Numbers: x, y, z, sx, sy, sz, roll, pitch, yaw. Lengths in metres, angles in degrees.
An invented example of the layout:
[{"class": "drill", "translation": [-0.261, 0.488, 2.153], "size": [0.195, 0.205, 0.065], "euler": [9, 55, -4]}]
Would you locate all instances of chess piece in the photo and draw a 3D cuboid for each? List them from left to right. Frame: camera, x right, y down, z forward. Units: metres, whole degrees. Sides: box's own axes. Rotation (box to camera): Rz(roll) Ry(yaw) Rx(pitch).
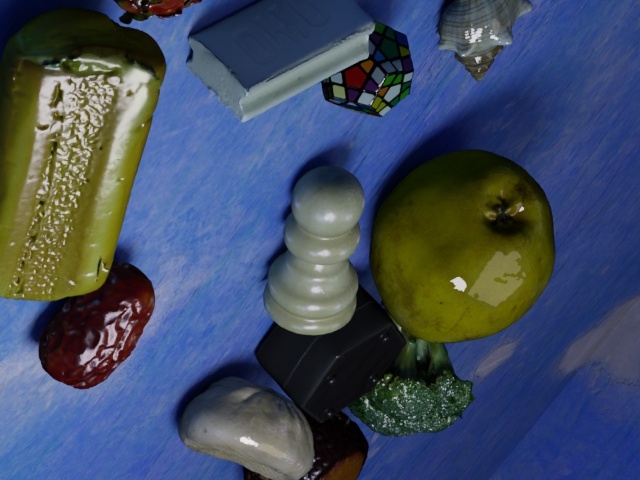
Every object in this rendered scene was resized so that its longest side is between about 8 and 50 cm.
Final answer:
[{"class": "chess piece", "translation": [0.000, 0.000, 2.133], "size": [0.144, 0.144, 0.251], "euler": [-26, 143, -34]}]

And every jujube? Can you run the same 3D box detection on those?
[{"class": "jujube", "translation": [-0.283, 0.110, 1.888], "size": [0.176, 0.109, 0.112], "euler": [-51, -172, 6]}]

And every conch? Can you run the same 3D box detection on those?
[{"class": "conch", "translation": [0.232, -0.317, 2.015], "size": [0.137, 0.114, 0.234], "euler": [-35, 150, -51]}]

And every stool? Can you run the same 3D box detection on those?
[{"class": "stool", "translation": [0.021, 0.177, 2.401], "size": [0.232, 0.141, 0.232], "euler": [-35, 153, -21]}]

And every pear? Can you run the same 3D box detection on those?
[{"class": "pear", "translation": [0.205, 0.024, 2.309], "size": [0.287, 0.287, 0.375], "euler": [-21, 167, -41]}]

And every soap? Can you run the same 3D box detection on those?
[{"class": "soap", "translation": [-0.045, -0.229, 1.723], "size": [0.198, 0.114, 0.063], "euler": [-31, 152, -28]}]

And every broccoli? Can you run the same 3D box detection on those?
[{"class": "broccoli", "translation": [0.136, 0.212, 2.586], "size": [0.269, 0.269, 0.254], "euler": [-35, -164, -19]}]

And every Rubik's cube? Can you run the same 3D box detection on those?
[{"class": "Rubik's cube", "translation": [0.057, -0.222, 1.889], "size": [0.133, 0.133, 0.111], "euler": [18, 87, -62]}]

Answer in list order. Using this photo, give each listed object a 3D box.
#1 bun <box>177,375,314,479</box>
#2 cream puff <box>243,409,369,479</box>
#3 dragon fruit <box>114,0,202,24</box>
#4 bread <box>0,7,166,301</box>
[{"class": "bun", "translation": [-0.116, 0.292, 2.335], "size": [0.231, 0.231, 0.133], "euler": [54, 50, -65]}, {"class": "cream puff", "translation": [-0.032, 0.399, 2.629], "size": [0.239, 0.165, 0.239], "euler": [-38, 153, -23]}, {"class": "dragon fruit", "translation": [-0.169, -0.268, 1.474], "size": [0.175, 0.142, 0.138], "euler": [128, -18, -66]}, {"class": "bread", "translation": [-0.278, -0.089, 1.574], "size": [0.166, 0.112, 0.383], "euler": [2, 135, -21]}]
